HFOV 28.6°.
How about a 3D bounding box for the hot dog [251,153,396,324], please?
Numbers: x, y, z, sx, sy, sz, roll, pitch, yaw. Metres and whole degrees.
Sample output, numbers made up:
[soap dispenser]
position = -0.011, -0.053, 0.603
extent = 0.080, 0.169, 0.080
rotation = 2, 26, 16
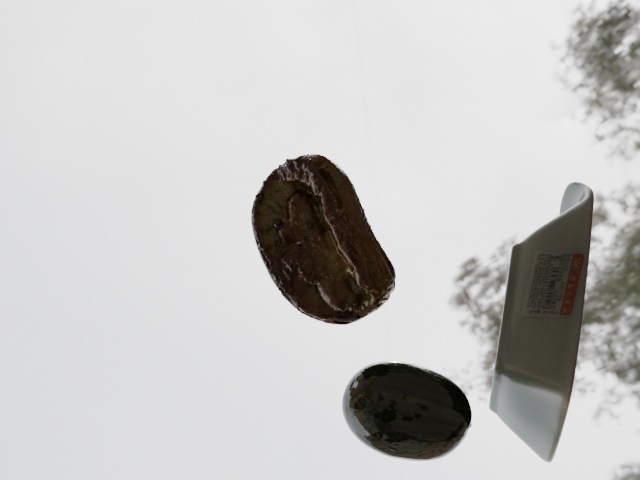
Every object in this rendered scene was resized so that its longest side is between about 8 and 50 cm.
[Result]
[hot dog]
position = 0.002, -0.001, 1.036
extent = 0.065, 0.099, 0.147
rotation = -24, -91, -62

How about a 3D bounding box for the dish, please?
[dish]
position = 0.189, 0.059, 1.085
extent = 0.064, 0.154, 0.234
rotation = 9, -120, 9

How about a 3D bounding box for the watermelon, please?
[watermelon]
position = 0.071, 0.138, 1.009
extent = 0.111, 0.078, 0.078
rotation = 16, -117, -8
